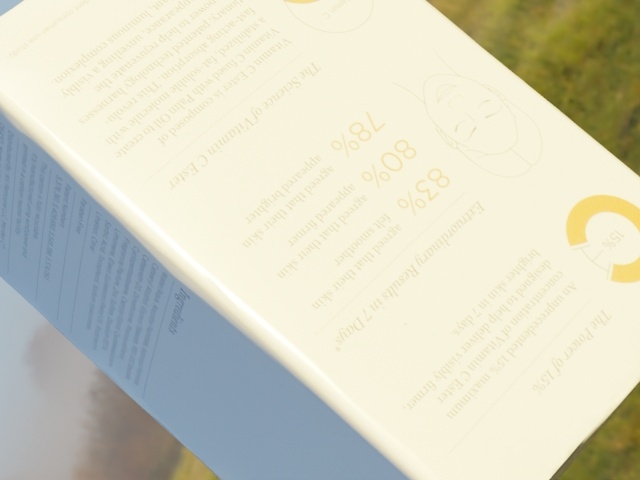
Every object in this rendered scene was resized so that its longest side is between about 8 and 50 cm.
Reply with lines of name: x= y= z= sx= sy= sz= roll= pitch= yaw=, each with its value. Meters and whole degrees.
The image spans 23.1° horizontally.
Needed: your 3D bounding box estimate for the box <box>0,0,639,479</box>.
box: x=0.000 y=0.000 z=0.821 sx=0.215 sy=0.345 sz=0.168 roll=-42 pitch=-13 yaw=-30
